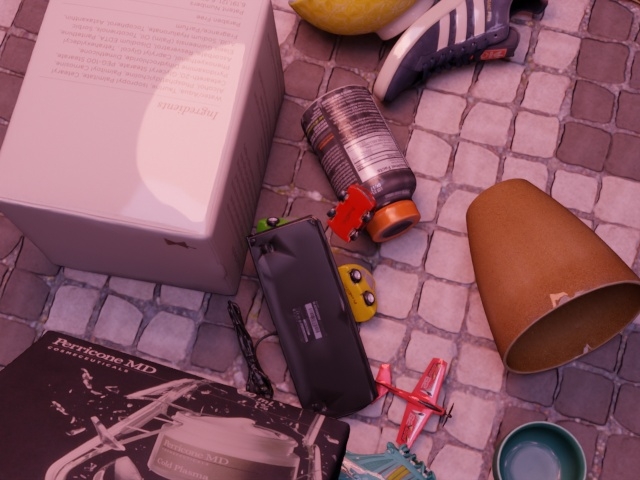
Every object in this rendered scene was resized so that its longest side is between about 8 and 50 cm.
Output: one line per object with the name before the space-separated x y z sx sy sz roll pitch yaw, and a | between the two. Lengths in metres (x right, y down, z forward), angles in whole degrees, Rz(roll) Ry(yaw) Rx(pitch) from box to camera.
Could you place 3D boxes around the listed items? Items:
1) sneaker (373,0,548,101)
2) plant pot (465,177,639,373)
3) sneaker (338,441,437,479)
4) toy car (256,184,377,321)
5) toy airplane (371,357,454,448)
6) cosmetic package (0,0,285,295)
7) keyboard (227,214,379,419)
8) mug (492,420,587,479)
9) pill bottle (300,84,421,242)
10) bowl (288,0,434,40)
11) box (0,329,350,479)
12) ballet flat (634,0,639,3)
sneaker | 0.247 -0.338 1.640 0.350 0.131 0.148 -45 83 -6
plant pot | 0.332 0.037 1.484 0.237 0.237 0.254 -22 57 -5
sneaker | 0.122 0.357 1.440 0.275 0.107 0.110 11 64 6
toy car | 0.000 0.000 1.549 0.225 0.239 0.053 15 31 30
toy airplane | 0.136 0.246 1.508 0.151 0.028 0.151 -1 77 5
cosmetic package | -0.259 -0.162 1.497 0.328 0.329 0.393 11 73 5
keyboard | -0.047 0.136 1.508 0.202 0.033 0.317 -18 89 5
mug | 0.309 0.344 1.434 0.158 0.097 0.129 -23 73 -4
pill bottle | 0.073 -0.121 1.574 0.130 0.130 0.245 -24 73 -5
bowl | 0.104 -0.436 1.630 0.289 0.289 0.156 -44 108 -11
box | -0.257 0.390 1.217 0.480 0.472 0.297 16 109 7
ballet flat | 0.577 -0.456 1.690 0.248 0.086 0.086 28 76 11
